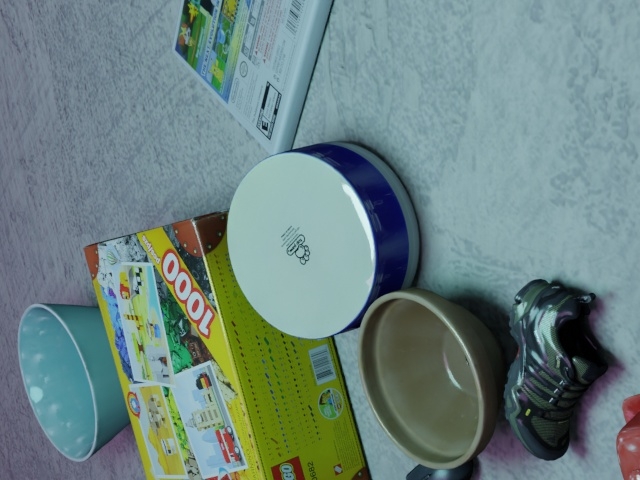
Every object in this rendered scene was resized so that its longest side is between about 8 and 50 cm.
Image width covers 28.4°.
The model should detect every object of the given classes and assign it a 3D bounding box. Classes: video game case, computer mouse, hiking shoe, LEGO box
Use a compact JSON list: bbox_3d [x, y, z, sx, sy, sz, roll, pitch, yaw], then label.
[{"bbox_3d":[-0.105,-0.337,1.866,0.300,0.036,0.329,47,137,32],"label":"video game case"},{"bbox_3d":[0.114,0.358,1.766,0.242,0.041,0.071,-39,58,24],"label":"computer mouse"},{"bbox_3d":[0.284,0.164,1.507,0.114,0.086,0.227,14,113,54],"label":"hiking shoe"},{"bbox_3d":[-0.154,0.207,2.010,0.372,0.193,0.500,-13,93,53],"label":"LEGO box"}]

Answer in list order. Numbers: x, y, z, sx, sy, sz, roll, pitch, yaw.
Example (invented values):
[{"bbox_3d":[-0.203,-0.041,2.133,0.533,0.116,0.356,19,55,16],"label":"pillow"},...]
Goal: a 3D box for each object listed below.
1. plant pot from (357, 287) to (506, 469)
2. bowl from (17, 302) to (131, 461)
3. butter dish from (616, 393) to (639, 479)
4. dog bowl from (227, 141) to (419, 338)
[{"bbox_3d":[0.163,0.170,1.649,0.237,0.109,0.237,23,120,47],"label":"plant pot"},{"bbox_3d":[-0.439,0.252,2.430,0.311,0.163,0.311,23,120,46],"label":"bowl"},{"bbox_3d":[0.383,0.251,1.383,0.160,0.118,0.160,-21,86,53],"label":"butter dish"},{"bbox_3d":[0.000,0.000,1.749,0.265,0.104,0.265,10,106,37],"label":"dog bowl"}]
